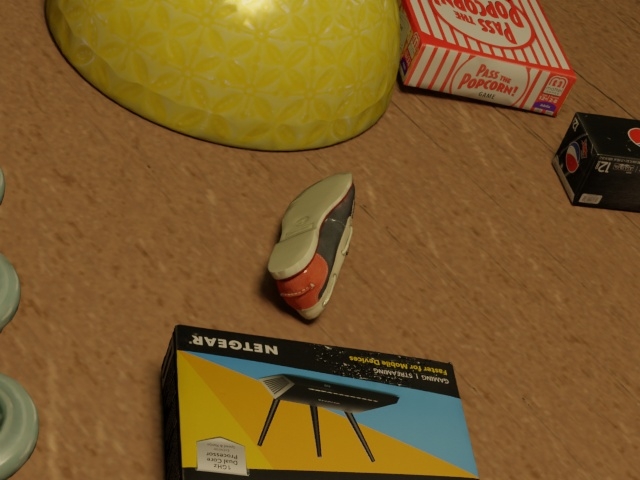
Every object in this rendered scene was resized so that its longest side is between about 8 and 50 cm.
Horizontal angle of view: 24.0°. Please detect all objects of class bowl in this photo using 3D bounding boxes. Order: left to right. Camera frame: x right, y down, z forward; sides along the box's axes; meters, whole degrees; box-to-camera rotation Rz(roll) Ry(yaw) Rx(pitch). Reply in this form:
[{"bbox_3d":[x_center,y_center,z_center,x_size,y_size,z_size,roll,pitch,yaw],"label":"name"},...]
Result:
[{"bbox_3d":[-0.057,-0.219,1.174,0.289,0.156,0.289,13,38,-11],"label":"bowl"}]

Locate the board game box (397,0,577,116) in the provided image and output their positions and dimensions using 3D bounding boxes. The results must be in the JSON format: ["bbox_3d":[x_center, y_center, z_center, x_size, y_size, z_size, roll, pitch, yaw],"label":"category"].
[{"bbox_3d":[0.125,-0.194,1.311,0.146,0.045,0.193,9,39,-21],"label":"board game box"}]

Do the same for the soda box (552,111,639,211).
[{"bbox_3d":[0.278,-0.058,1.215,0.169,0.053,0.060,6,39,-19],"label":"soda box"}]

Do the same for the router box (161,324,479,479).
[{"bbox_3d":[-0.001,0.120,0.877,0.179,0.046,0.133,9,40,-16],"label":"router box"}]

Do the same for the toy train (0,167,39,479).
[{"bbox_3d":[-0.247,0.068,0.764,0.190,0.142,0.334,-4,43,-15],"label":"toy train"}]

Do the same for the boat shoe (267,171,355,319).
[{"bbox_3d":[0.000,0.000,1.028,0.043,0.049,0.137,58,28,-22],"label":"boat shoe"}]
